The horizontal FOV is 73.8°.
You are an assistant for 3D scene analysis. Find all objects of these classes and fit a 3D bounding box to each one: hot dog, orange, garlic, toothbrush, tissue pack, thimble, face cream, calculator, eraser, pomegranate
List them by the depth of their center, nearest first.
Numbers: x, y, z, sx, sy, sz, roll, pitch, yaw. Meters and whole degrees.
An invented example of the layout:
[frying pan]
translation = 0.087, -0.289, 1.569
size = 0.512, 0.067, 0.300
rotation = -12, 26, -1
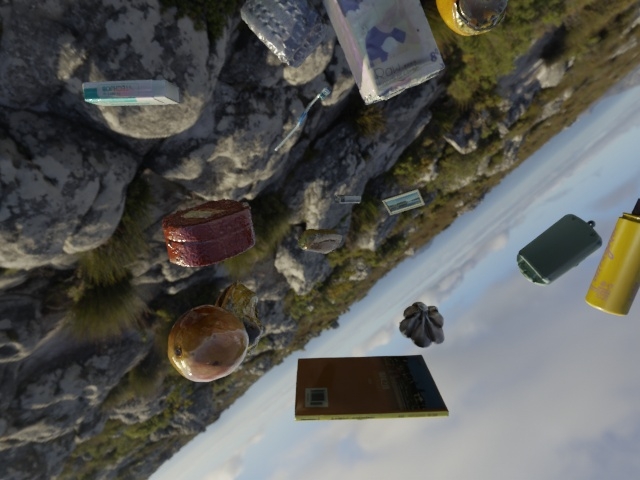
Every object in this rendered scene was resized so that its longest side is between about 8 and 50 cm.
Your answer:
[orange]
translation = 0.273, -0.462, 0.781
size = 0.170, 0.160, 0.112
rotation = -51, -155, -24
[face cream]
translation = 0.606, 0.009, 0.828
size = 0.078, 0.078, 0.273
rotation = -16, 123, -61
[pomegranate]
translation = -0.270, 0.251, 1.038
size = 0.191, 0.191, 0.191
rotation = -37, 168, -10
[eraser]
translation = -0.507, -0.396, 1.150
size = 0.225, 0.052, 0.095
rotation = 0, -173, 4
[tissue pack]
translation = 0.173, -0.578, 1.177
size = 0.242, 0.343, 0.125
rotation = -29, -167, -16
[garlic]
translation = 0.292, 0.227, 1.193
size = 0.194, 0.131, 0.127
rotation = 75, 37, -61
[thimble]
translation = -0.101, -0.637, 1.228
size = 0.172, 0.236, 0.205
rotation = -41, 161, 24
[calculator]
translation = 0.701, 0.026, 1.258
size = 0.246, 0.141, 0.045
rotation = -44, 131, 18
[hot dog]
translation = 0.000, -0.001, 1.421
size = 0.083, 0.068, 0.289
rotation = -68, 159, 6
[toothbrush]
translation = -0.096, -0.577, 2.030
size = 0.386, 0.040, 0.040
rotation = -44, 167, 18

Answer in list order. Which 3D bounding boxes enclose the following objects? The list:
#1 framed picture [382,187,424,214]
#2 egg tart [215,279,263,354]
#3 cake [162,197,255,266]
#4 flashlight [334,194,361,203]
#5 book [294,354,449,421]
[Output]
[framed picture]
translation = 0.338, -0.157, 1.734
size = 0.149, 0.011, 0.109
rotation = -17, 143, 21
[egg tart]
translation = -0.257, 0.275, 1.450
size = 0.132, 0.297, 0.297
rotation = -2, 171, 8
[cake]
translation = -0.319, -0.030, 1.265
size = 0.177, 0.150, 0.283
rotation = 4, -161, 36
[flashlight]
translation = 0.060, -0.090, 0.930
size = 0.018, 0.018, 0.083
rotation = 6, -172, 35
[book]
translation = 0.120, 0.386, 1.142
size = 0.374, 0.028, 0.262
rotation = -1, -166, 0
